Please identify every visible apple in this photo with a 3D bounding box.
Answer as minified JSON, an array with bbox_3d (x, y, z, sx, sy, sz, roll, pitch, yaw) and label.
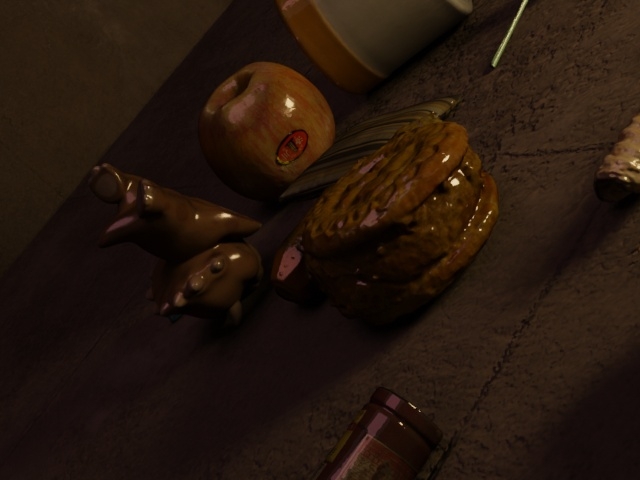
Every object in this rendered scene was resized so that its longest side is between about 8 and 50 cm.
[{"bbox_3d":[-0.084,-0.169,1.571,0.211,0.188,0.211,-34,29,22],"label":"apple"}]

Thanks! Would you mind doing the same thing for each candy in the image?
[{"bbox_3d":[0.277,-0.322,1.391,0.061,0.061,0.202,2,60,60],"label":"candy"}]

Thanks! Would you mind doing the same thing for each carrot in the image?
[{"bbox_3d":[0.000,0.000,1.287,0.082,0.082,0.173,-6,48,56],"label":"carrot"}]

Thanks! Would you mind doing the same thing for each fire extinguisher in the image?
[{"bbox_3d":[0.014,0.249,0.863,0.252,0.075,0.106,-52,24,-14],"label":"fire extinguisher"}]

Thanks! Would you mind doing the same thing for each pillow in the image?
[{"bbox_3d":[0.068,-0.125,1.386,0.208,0.052,0.212,-10,26,49],"label":"pillow"}]

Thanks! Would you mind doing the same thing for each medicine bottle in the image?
[{"bbox_3d":[0.082,-0.386,1.575,0.232,0.238,0.238,-35,26,23],"label":"medicine bottle"}]

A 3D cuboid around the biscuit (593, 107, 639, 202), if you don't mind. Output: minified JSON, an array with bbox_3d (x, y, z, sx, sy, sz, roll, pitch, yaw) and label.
[{"bbox_3d":[0.336,-0.126,0.956,0.219,0.055,0.061,-51,-12,-13],"label":"biscuit"}]

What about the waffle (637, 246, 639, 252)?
[{"bbox_3d":[0.346,0.026,0.660,0.221,0.055,0.248,-32,27,18],"label":"waffle"}]

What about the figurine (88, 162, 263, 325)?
[{"bbox_3d":[-0.196,0.022,1.377,0.177,0.247,0.173,22,91,46],"label":"figurine"}]

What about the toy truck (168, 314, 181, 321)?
[{"bbox_3d":[-0.219,0.080,1.568,0.073,0.056,0.090,-10,54,46],"label":"toy truck"}]

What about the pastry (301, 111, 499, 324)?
[{"bbox_3d":[0.088,-0.020,1.135,0.240,0.132,0.235,-37,15,4],"label":"pastry"}]
